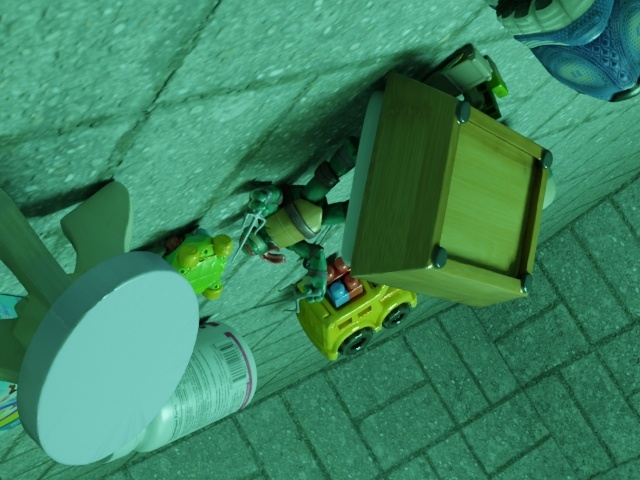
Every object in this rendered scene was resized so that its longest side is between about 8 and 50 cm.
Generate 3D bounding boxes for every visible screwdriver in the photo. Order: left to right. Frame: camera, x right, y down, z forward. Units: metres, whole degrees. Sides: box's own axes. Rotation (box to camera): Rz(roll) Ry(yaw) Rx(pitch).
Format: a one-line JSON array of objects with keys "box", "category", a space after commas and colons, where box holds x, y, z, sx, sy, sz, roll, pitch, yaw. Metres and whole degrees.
[{"box": [0.000, 0.000, 1.582, 0.024, 0.025, 0.170, -23, 157, -29], "category": "screwdriver"}]

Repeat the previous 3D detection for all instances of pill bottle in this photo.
[{"box": [-0.255, 0.243, 1.583, 0.283, 0.160, 0.160, -18, 162, -44], "category": "pill bottle"}]

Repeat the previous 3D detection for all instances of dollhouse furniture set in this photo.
[{"box": [0.176, -0.197, 1.196, 0.076, 0.059, 0.151, -28, 150, 21], "category": "dollhouse furniture set"}]

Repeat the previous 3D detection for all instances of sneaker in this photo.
[{"box": [0.235, -0.199, 0.890, 0.129, 0.147, 0.330, -34, -166, 24], "category": "sneaker"}]

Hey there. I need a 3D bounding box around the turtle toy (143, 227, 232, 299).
[{"box": [-0.167, 0.030, 1.171, 0.130, 0.066, 0.095, -17, 139, -39], "category": "turtle toy"}]

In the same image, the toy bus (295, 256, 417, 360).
[{"box": [0.065, 0.088, 1.830, 0.220, 0.149, 0.211, -30, 152, -14], "category": "toy bus"}]

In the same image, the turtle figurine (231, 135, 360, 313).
[{"box": [-0.027, -0.023, 1.203, 0.234, 0.118, 0.175, -33, 127, 15], "category": "turtle figurine"}]

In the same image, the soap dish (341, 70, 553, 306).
[{"box": [0.159, -0.046, 1.151, 0.118, 0.229, 0.291, 8, 175, 39], "category": "soap dish"}]

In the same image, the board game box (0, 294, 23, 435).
[{"box": [-0.403, 0.163, 1.109, 0.253, 0.079, 0.336, -33, 168, 7], "category": "board game box"}]

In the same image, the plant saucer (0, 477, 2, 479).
[{"box": [-0.526, 0.296, 1.239, 0.241, 0.037, 0.241, -2, 172, 0], "category": "plant saucer"}]

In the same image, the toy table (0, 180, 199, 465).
[{"box": [-0.220, 0.066, 0.851, 0.252, 0.161, 0.274, -37, 156, -36], "category": "toy table"}]

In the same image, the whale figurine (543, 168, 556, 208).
[{"box": [0.254, -0.095, 1.609, 0.216, 0.141, 0.272, -25, -169, -26], "category": "whale figurine"}]
